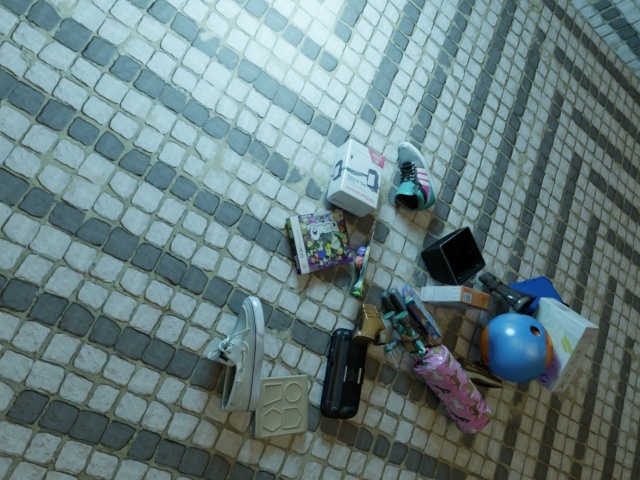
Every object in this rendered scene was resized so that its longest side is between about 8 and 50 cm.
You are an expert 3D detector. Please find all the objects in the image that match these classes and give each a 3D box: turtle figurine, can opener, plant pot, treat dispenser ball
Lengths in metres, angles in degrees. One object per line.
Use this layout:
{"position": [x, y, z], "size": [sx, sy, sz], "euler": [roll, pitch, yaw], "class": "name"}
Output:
{"position": [0.327, 0.386, 1.854], "size": [0.118, 0.175, 0.234], "euler": [-31, 100, -51], "class": "turtle figurine"}
{"position": [0.344, 0.303, 1.934], "size": [0.283, 0.076, 0.095], "euler": [57, 30, -10], "class": "can opener"}
{"position": [0.532, 0.072, 2.001], "size": [0.187, 0.167, 0.188], "euler": [-31, 98, -28], "class": "plant pot"}
{"position": [0.819, 0.449, 2.044], "size": [0.288, 0.288, 0.288], "euler": [4, 82, -29], "class": "treat dispenser ball"}

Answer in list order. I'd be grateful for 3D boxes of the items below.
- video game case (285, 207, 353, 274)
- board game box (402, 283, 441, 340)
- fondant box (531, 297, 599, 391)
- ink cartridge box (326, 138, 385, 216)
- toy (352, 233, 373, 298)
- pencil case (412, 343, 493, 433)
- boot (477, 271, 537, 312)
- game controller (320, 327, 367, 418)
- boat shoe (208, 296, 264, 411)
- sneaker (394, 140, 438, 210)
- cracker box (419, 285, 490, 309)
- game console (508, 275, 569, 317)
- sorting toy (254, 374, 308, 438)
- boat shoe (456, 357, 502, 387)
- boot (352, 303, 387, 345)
{"position": [0.000, 0.000, 1.782], "size": [0.232, 0.042, 0.210], "euler": [-12, 91, -30], "class": "video game case"}
{"position": [0.401, 0.284, 1.925], "size": [0.035, 0.136, 0.201], "euler": [-35, 105, 14], "class": "board game box"}
{"position": [1.007, 0.449, 2.104], "size": [0.096, 0.238, 0.330], "euler": [6, 111, -28], "class": "fondant box"}
{"position": [0.136, -0.234, 1.834], "size": [0.172, 0.100, 0.237], "euler": [25, 62, -25], "class": "ink cartridge box"}
{"position": [0.153, 0.092, 1.825], "size": [0.056, 0.137, 0.237], "euler": [9, 75, 4], "class": "toy"}
{"position": [0.525, 0.593, 1.928], "size": [0.160, 0.167, 0.386], "euler": [-39, 104, -6], "class": "pencil case"}
{"position": [0.819, 0.213, 2.140], "size": [0.263, 0.229, 0.091], "euler": [9, 117, -56], "class": "boot"}
{"position": [0.091, 0.485, 1.769], "size": [0.166, 0.067, 0.319], "euler": [21, 74, -41], "class": "game controller"}
{"position": [-0.274, 0.361, 1.541], "size": [0.156, 0.136, 0.367], "euler": [5, 91, -26], "class": "boat shoe"}
{"position": [0.358, -0.242, 1.976], "size": [0.178, 0.124, 0.295], "euler": [-36, 103, -38], "class": "sneaker"}
{"position": [0.533, 0.231, 1.942], "size": [0.156, 0.232, 0.067], "euler": [18, 76, -26], "class": "cracker box"}
{"position": [1.020, 0.336, 2.323], "size": [0.293, 0.173, 0.250], "euler": [-8, 119, -29], "class": "game console"}
{"position": [-0.132, 0.558, 1.642], "size": [0.208, 0.038, 0.193], "euler": [5, 81, -33], "class": "sorting toy"}
{"position": [0.678, 0.560, 2.064], "size": [0.257, 0.095, 0.095], "euler": [23, 67, -25], "class": "boat shoe"}
{"position": [0.169, 0.306, 1.793], "size": [0.197, 0.073, 0.152], "euler": [23, 50, -51], "class": "boot"}
